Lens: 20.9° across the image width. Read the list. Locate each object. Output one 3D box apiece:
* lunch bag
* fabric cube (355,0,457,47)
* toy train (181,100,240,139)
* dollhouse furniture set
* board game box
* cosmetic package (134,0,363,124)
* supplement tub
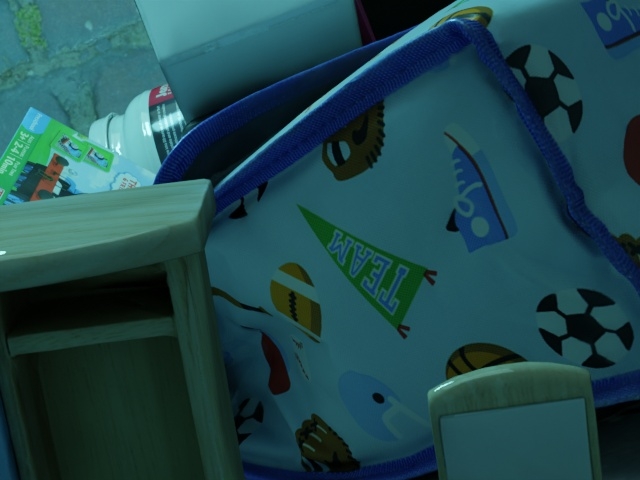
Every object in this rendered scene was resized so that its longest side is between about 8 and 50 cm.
[{"bbox_3d":[0.087,-0.018,1.006,0.328,0.239,0.385,-30,-2,-43],"label":"lunch bag"},{"bbox_3d":[0.150,-0.200,1.768,0.254,0.259,0.258,-24,9,-10],"label":"fabric cube"},{"bbox_3d":[0.051,-0.050,1.343,0.334,0.190,0.142,-20,10,8],"label":"toy train"},{"bbox_3d":[-0.044,0.124,0.434,0.286,0.198,0.303,-8,19,5],"label":"dollhouse furniture set"},{"bbox_3d":[-0.201,-0.021,1.594,0.039,0.211,0.160,-54,12,34],"label":"board game box"},{"bbox_3d":[-0.065,-0.191,1.511,0.161,0.230,0.453,-21,-17,-1],"label":"cosmetic package"},{"bbox_3d":[-0.104,-0.102,1.965,0.272,0.191,0.191,-19,10,10],"label":"supplement tub"}]
